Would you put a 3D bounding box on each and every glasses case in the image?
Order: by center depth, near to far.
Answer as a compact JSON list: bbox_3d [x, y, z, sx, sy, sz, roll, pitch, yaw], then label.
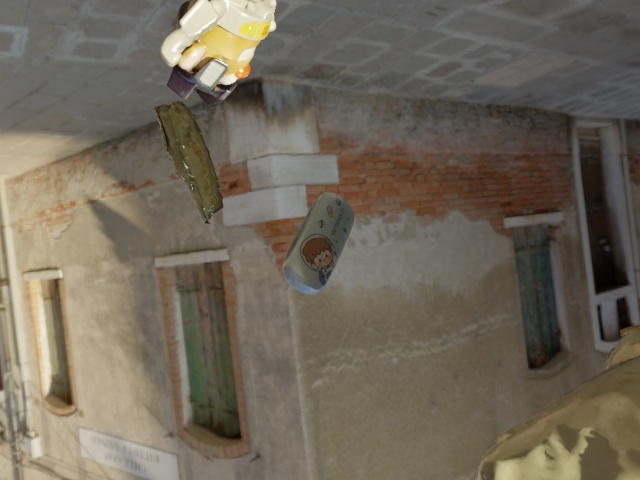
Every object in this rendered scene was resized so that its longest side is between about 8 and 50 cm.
[{"bbox_3d":[0.000,0.000,0.738,0.045,0.067,0.179,-37,-158,48],"label":"glasses case"}]

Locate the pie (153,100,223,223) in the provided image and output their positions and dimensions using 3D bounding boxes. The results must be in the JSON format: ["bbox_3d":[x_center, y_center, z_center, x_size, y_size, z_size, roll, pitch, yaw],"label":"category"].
[{"bbox_3d":[-0.289,-0.177,1.156,0.068,0.283,0.129,-13,-162,15],"label":"pie"}]

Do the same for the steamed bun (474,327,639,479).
[{"bbox_3d":[0.312,0.262,0.417,0.342,0.368,0.255,-37,-148,-18],"label":"steamed bun"}]

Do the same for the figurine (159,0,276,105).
[{"bbox_3d":[-0.149,-0.350,0.818,0.308,0.143,0.308,-30,173,-4],"label":"figurine"}]

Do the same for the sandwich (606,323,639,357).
[{"bbox_3d":[0.519,0.158,0.688,0.185,0.108,0.220,-3,148,-4],"label":"sandwich"}]
